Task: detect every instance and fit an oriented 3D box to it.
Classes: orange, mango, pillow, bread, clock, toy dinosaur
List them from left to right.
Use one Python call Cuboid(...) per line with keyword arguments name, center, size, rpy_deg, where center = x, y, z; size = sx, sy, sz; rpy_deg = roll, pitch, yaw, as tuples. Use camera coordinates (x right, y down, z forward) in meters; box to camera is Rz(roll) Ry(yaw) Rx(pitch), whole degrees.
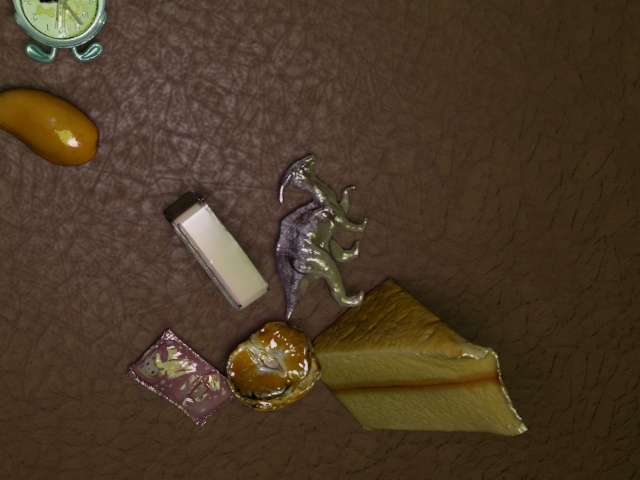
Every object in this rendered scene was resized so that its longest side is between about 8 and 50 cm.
Cuboid(name="mango", center=(-0.441, -0.185, 1.312), size=(0.184, 0.085, 0.102), rpy_deg=(27, 100, -7))
Cuboid(name="clock", center=(-0.409, -0.374, 1.286), size=(0.148, 0.060, 0.188), rpy_deg=(-1, 103, -14))
Cuboid(name="pillow", center=(-0.242, 0.249, 1.478), size=(0.185, 0.043, 0.118), rpy_deg=(43, 94, -15))
Cuboid(name="clock", center=(-0.177, 0.015, 1.384), size=(0.071, 0.147, 0.192), rpy_deg=(-37, 108, -7))
Cuboid(name="orange", center=(-0.086, 0.228, 1.470), size=(0.170, 0.112, 0.160), rpy_deg=(11, 70, -9))
Cuboid(name="toy dinosaur", center=(-0.001, -0.002, 1.463), size=(0.162, 0.077, 0.294), rpy_deg=(3, 88, -10))
Cuboid(name="bread", center=(0.159, 0.247, 1.406), size=(0.245, 0.362, 0.233), rpy_deg=(-40, 109, -4))
